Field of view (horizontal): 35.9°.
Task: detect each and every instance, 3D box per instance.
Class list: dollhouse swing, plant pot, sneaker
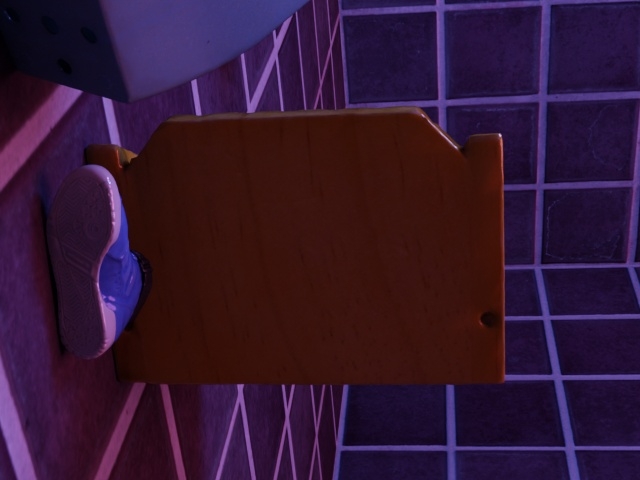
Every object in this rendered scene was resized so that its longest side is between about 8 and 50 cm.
[{"bbox_3d":[0.000,0.000,0.985,0.305,0.346,0.315,-69,157,-70],"label":"dollhouse swing"},{"bbox_3d":[-0.117,-0.214,0.701,0.234,0.165,0.165,-55,151,-35],"label":"plant pot"},{"bbox_3d":[-0.170,0.009,0.777,0.084,0.058,0.152,-53,146,-70],"label":"sneaker"}]
